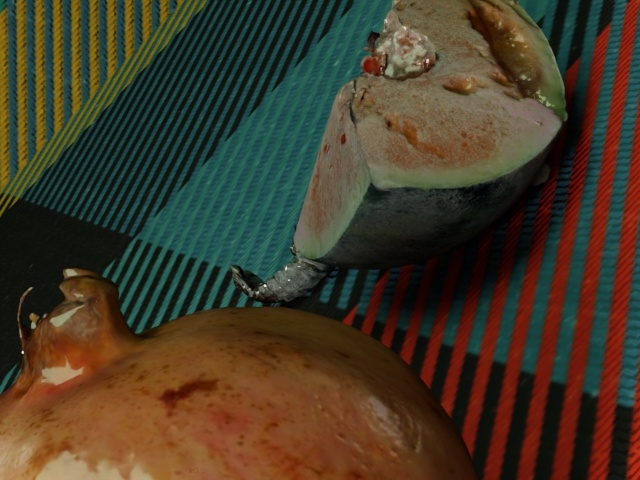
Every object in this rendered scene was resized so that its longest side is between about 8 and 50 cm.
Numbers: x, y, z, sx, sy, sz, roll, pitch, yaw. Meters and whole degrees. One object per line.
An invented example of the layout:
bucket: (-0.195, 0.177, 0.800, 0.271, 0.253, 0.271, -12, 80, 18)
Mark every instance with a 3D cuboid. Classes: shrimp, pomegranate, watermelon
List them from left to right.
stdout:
pomegranate: (-0.080, 0.170, 0.981, 0.338, 0.338, 0.338, -38, 20, 16)
shrimp: (0.002, 0.004, 1.588, 0.174, 0.076, 0.082, -41, -22, 20)
watermelon: (0.097, -0.068, 1.442, 0.188, 0.175, 0.322, 105, -169, -45)
